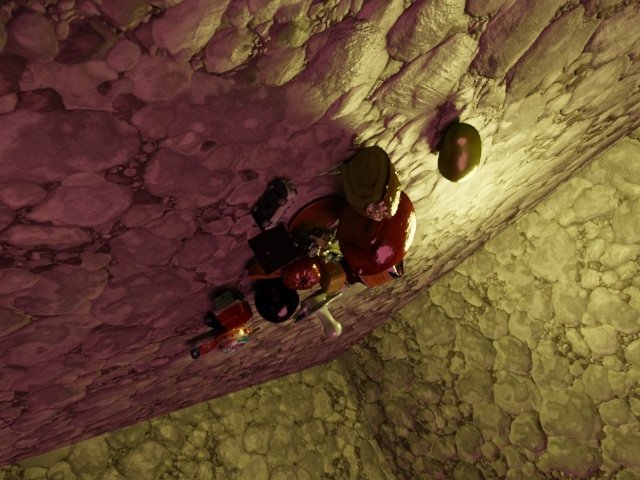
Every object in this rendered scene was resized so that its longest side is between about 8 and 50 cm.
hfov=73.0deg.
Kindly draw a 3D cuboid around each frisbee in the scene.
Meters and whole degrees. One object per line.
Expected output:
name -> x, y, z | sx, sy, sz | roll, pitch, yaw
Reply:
frisbee -> -0.013, -0.090, 1.710 | 0.250, 0.021, 0.251 | -23, 155, -11

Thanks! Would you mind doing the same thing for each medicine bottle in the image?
medicine bottle -> 0.185, 0.114, 2.059 | 0.394, 0.243, 0.242 | -19, 162, 27

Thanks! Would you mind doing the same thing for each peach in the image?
peach -> 0.209, -0.040, 1.656 | 0.372, 0.290, 0.373 | -44, -169, 11

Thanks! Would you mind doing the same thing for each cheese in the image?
cheese -> -0.504, 0.518, 2.217 | 0.329, 0.129, 0.217 | -19, 153, -21

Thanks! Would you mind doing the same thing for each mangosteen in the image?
mangosteen -> -0.192, 0.269, 2.009 | 0.211, 0.212, 0.250 | -35, 173, 12

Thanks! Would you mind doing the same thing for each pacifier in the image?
pacifier -> 0.007, 0.348, 1.978 | 0.238, 0.226, 0.287 | -38, 171, 32

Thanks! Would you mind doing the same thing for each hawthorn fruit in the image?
hawthorn fruit -> -0.084, 0.111, 1.845 | 0.178, 0.201, 0.179 | -2, 132, -2

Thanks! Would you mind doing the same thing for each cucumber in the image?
cucumber -> -0.512, 0.392, 2.073 | 0.070, 0.046, 0.220 | -23, 157, 4

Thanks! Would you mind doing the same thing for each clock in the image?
clock -> 0.027, 0.124, 1.947 | 0.096, 0.202, 0.143 | -16, 152, -24

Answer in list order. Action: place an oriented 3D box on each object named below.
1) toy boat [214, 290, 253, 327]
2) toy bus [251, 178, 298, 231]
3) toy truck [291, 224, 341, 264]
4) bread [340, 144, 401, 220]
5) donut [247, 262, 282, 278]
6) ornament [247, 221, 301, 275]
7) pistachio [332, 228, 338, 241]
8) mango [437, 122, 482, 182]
toy boat -> -0.397, 0.308, 1.950 | 0.145, 0.133, 0.332 | -32, 167, -7
toy bus -> -0.147, -0.120, 1.431 | 0.089, 0.087, 0.194 | -12, 151, -48
toy truck -> -0.003, 0.002, 1.764 | 0.259, 0.128, 0.135 | 15, 104, -55
bread -> 0.173, -0.183, 1.471 | 0.185, 0.257, 0.124 | -17, 153, 25
donut -> -0.231, 0.125, 1.780 | 0.151, 0.058, 0.152 | 0, 171, 0
ornament -> -0.177, 0.035, 1.714 | 0.166, 0.153, 0.196 | -29, 180, 2
pistachio -> 0.143, -0.020, 1.919 | 0.189, 0.100, 0.110 | -10, 154, -34
mango -> 0.545, -0.346, 1.696 | 0.175, 0.143, 0.293 | -23, 145, 0
